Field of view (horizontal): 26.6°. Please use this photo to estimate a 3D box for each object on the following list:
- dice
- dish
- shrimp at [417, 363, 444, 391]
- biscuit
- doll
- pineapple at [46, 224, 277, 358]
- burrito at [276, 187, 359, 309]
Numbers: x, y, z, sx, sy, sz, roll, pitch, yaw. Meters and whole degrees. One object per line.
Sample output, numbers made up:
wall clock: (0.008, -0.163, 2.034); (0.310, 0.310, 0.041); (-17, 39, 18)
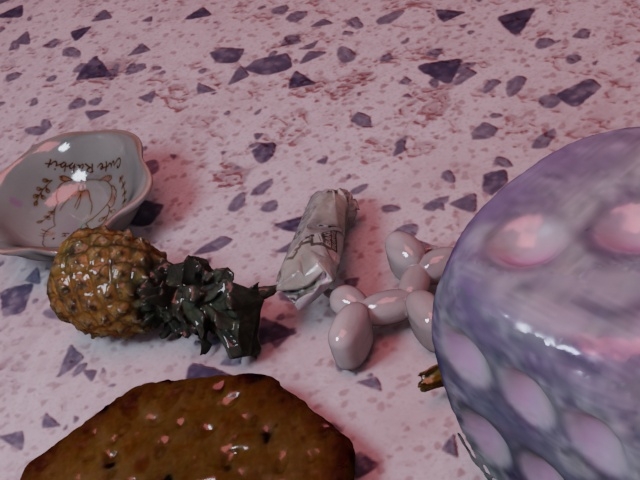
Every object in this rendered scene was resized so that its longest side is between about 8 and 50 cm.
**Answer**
dice: (0.271, 0.087, 1.104); (0.271, 0.270, 0.270); (-36, 40, -21)
dish: (-0.298, -0.037, 1.643); (0.229, 0.081, 0.229); (-10, 43, 10)
shrimp: (0.180, 0.087, 1.321); (0.217, 0.051, 0.115); (-33, 34, -16)
biscuit: (-0.135, 0.255, 1.248); (0.359, 0.046, 0.359); (-12, 39, 10)
doll: (0.081, 0.055, 1.393); (0.161, 0.059, 0.160); (-13, 40, 8)
pineapple: (-0.169, 0.061, 1.448); (0.248, 0.128, 0.128); (12, 47, 25)
burrito: (0.000, 0.000, 1.468); (0.064, 0.064, 0.203); (-5, 28, 16)
